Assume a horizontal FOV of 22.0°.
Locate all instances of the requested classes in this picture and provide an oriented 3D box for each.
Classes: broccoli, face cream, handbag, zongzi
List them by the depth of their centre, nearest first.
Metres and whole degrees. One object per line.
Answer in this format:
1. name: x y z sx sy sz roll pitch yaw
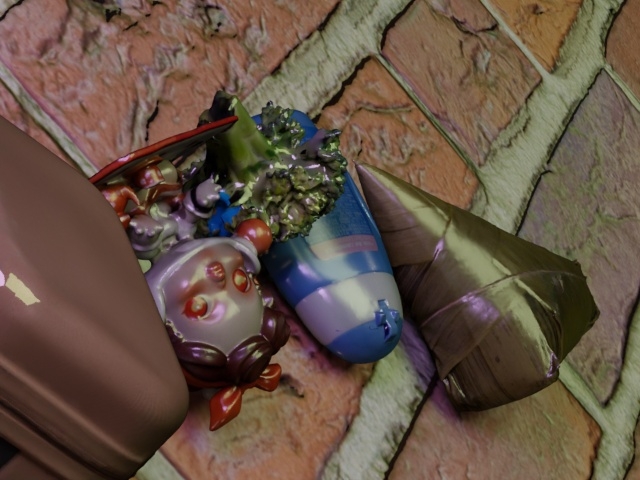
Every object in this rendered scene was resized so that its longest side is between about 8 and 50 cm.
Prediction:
1. handbag: -0.239 0.021 1.104 0.283 0.149 0.302 43 12 -38
2. broccoli: -0.067 -0.063 1.480 0.154 0.167 0.160 -60 141 -24
3. face cream: 0.000 0.000 1.603 0.149 0.083 0.264 -8 64 -45
4. zongzi: 0.166 0.011 1.754 0.300 0.145 0.274 57 27 0

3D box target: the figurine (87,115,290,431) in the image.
1. figurine: -0.113 0.042 1.364 0.226 0.160 0.183 62 32 0
